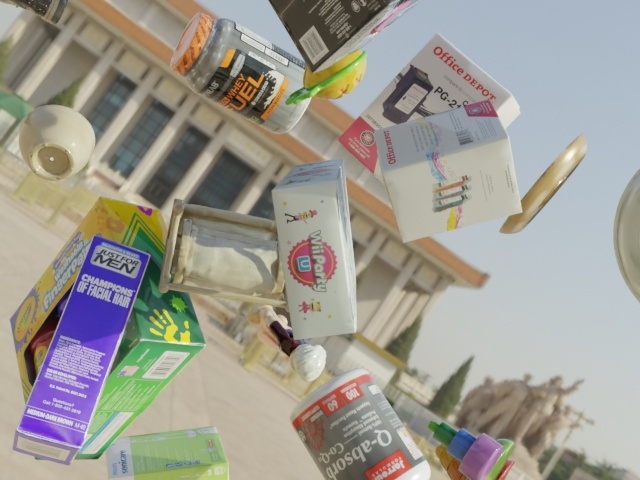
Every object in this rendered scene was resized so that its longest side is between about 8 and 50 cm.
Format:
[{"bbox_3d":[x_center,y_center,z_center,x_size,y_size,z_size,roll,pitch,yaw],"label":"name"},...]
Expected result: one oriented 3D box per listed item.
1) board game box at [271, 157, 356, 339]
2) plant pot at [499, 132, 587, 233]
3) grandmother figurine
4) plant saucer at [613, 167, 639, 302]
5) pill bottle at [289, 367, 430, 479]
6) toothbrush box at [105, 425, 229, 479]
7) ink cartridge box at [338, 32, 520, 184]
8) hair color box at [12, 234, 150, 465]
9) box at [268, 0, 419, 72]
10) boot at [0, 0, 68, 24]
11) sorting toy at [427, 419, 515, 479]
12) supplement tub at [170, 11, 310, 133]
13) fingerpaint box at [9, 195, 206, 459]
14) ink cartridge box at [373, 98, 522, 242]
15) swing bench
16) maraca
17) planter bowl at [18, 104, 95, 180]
[{"bbox_3d":[0.000,0.000,1.259,0.098,0.223,0.303,-7,10,3],"label":"board game box"},{"bbox_3d":[0.422,-0.097,1.501,0.032,0.236,0.236,42,-5,13],"label":"plant pot"},{"bbox_3d":[-0.076,0.264,2.036,0.208,0.104,0.342,35,-1,-25],"label":"grandmother figurine"},{"bbox_3d":[0.735,0.001,1.547,0.101,0.400,0.400,-8,27,-43],"label":"plant saucer"},{"bbox_3d":[0.108,0.480,1.751,0.363,0.210,0.210,55,0,18],"label":"pill bottle"},{"bbox_3d":[-0.381,0.568,1.985,0.283,0.122,0.206,-2,13,-17],"label":"toothbrush box"},{"bbox_3d":[0.177,-0.186,1.302,0.172,0.237,0.100,46,9,21],"label":"ink cartridge box"},{"bbox_3d":[-0.394,0.183,1.332,0.110,0.338,0.185,20,-28,-14],"label":"hair color box"},{"bbox_3d":[0.050,-0.385,1.204,0.163,0.142,0.247,58,-27,-4],"label":"box"},{"bbox_3d":[-0.493,-0.421,1.231,0.179,0.085,0.236,14,24,-37],"label":"boot"},{"bbox_3d":[0.225,0.347,1.286,0.126,0.127,0.365,33,-12,25],"label":"sorting toy"},{"bbox_3d":[-0.186,-0.403,1.933,0.316,0.193,0.193,25,-2,-24],"label":"supplement tub"},{"bbox_3d":[-0.476,0.194,1.719,0.163,0.445,0.371,14,41,-44],"label":"fingerpaint box"},{"bbox_3d":[0.177,-0.099,1.139,0.128,0.176,0.127,-92,166,-55],"label":"ink cartridge box"},{"bbox_3d":[-0.175,0.024,1.569,0.253,0.165,0.255,11,3,-10],"label":"swing bench"},{"bbox_3d":[0.012,-0.317,1.566,0.099,0.186,0.127,57,-14,-15],"label":"maraca"},{"bbox_3d":[-0.575,-0.196,1.740,0.162,0.162,0.109,39,24,-31],"label":"planter bowl"}]
